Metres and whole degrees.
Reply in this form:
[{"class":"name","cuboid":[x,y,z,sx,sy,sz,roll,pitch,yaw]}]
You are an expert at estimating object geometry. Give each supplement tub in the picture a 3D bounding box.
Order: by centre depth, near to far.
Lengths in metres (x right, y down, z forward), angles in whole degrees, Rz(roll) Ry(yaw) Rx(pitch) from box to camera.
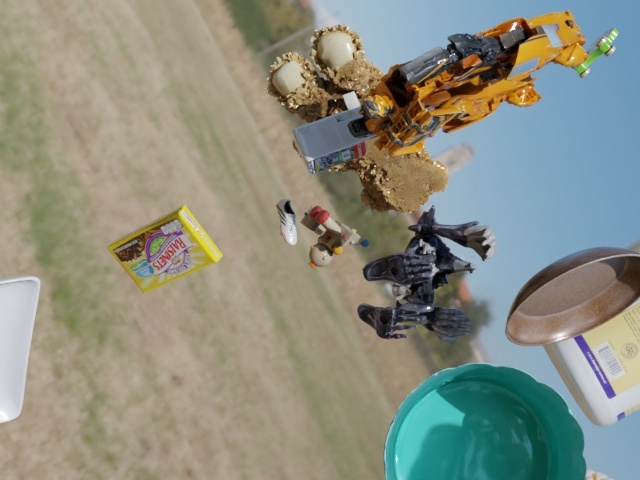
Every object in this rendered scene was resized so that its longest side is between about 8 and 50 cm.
[{"class":"supplement tub","cuboid":[0.531,0.126,1.873,0.241,0.331,0.241,60,3,-6]}]

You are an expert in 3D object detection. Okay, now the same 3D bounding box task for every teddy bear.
[{"class":"teddy bear","cuboid":[0.066,-0.193,1.828,0.338,0.245,0.113,31,23,-19]}]

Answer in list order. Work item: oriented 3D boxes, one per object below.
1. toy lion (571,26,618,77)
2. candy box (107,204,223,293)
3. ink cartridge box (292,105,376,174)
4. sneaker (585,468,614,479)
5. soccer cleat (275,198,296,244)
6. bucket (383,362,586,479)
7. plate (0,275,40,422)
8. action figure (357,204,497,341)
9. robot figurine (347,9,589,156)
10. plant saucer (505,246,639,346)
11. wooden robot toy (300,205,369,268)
[{"class":"toy lion","cuboid":[0.523,-0.362,2.196,0.034,0.100,0.096,44,27,-8]},{"class":"candy box","cuboid":[-0.257,0.017,1.896,0.105,0.206,0.027,52,46,-15]},{"class":"ink cartridge box","cuboid":[0.028,-0.130,1.466,0.029,0.115,0.063,79,-11,-51]},{"class":"sneaker","cuboid":[0.458,0.455,1.813,0.084,0.083,0.215,-14,60,-44]},{"class":"soccer cleat","cuboid":[-0.056,-0.033,2.045,0.036,0.029,0.083,-18,-96,55]},{"class":"bucket","cuboid":[0.221,0.307,1.631,0.281,0.281,0.183,62,-4,10]},{"class":"plate","cuboid":[-0.538,0.162,1.588,0.045,0.277,0.278,50,-44,40]},{"class":"action figure","cuboid":[0.149,0.051,1.507,0.276,0.141,0.164,-26,126,-64]},{"class":"robot figurine","cuboid":[0.172,-0.184,1.367,0.085,0.291,0.211,61,-32,9]},{"class":"plant saucer","cuboid":[0.311,0.063,1.414,0.198,0.199,0.036,59,8,-59]},{"class":"wooden robot toy","cuboid":[0.000,0.000,1.688,0.076,0.079,0.173,37,-3,-27]}]
